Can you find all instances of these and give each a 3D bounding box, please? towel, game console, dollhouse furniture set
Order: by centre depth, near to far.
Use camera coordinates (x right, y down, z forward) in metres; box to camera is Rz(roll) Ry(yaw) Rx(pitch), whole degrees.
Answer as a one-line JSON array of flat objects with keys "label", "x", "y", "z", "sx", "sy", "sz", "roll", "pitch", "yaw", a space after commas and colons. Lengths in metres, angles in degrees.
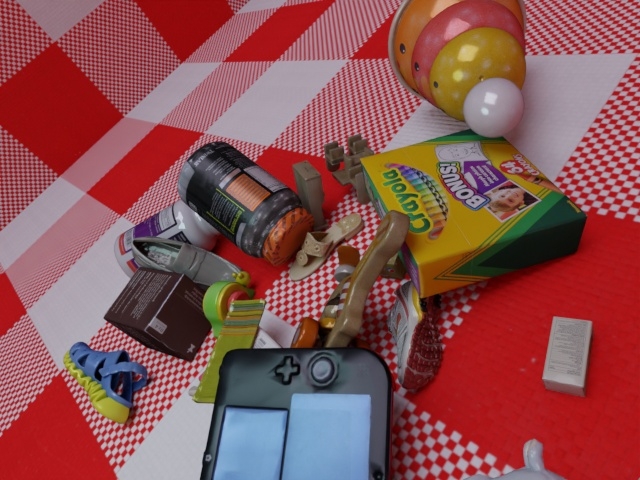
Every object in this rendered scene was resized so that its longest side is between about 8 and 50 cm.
[{"label": "game console", "x": -0.050, "y": 0.366, "z": 0.753, "sx": 0.342, "sy": 0.060, "sz": 0.386, "roll": -4, "pitch": 61, "yaw": 21}, {"label": "towel", "x": -0.189, "y": 0.227, "z": 0.982, "sx": 0.102, "sy": 0.021, "sz": 0.237, "roll": -11, "pitch": 45, "yaw": 31}, {"label": "dollhouse furniture set", "x": 0.064, "y": -0.151, "z": 1.265, "sx": 0.242, "sy": 0.160, "sz": 0.212, "roll": -20, "pitch": 38, "yaw": -14}]

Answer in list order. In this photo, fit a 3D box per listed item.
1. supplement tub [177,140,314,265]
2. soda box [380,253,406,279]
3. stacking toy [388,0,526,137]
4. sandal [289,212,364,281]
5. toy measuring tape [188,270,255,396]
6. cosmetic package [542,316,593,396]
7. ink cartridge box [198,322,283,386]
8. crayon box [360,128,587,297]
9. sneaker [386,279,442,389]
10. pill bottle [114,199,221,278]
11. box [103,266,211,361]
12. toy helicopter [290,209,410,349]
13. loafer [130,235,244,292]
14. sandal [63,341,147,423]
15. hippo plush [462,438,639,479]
[{"label": "supplement tub", "x": -0.195, "y": -0.095, "z": 1.227, "sx": 0.338, "sy": 0.207, "sz": 0.207, "roll": 38, "pitch": 77, "yaw": 18}, {"label": "soda box", "x": 0.182, "y": -0.002, "z": 1.060, "sx": 0.058, "sy": 0.061, "sz": 0.181, "roll": 5, "pitch": 55, "yaw": 38}, {"label": "stacking toy", "x": 0.349, "y": -0.395, "z": 1.066, "sx": 0.351, "sy": 0.350, "sz": 0.479, "roll": -20, "pitch": 38, "yaw": 18}, {"label": "sandal", "x": -0.003, "y": -0.003, "z": 1.178, "sx": 0.240, "sy": 0.079, "sz": 0.088, "roll": -39, "pitch": 40, "yaw": -2}, {"label": "toy measuring tape", "x": -0.257, "y": 0.207, "z": 1.133, "sx": 0.122, "sy": 0.121, "sz": 0.330, "roll": -1, "pitch": 52, "yaw": 35}, {"label": "cosmetic package", "x": 0.398, "y": 0.184, "z": 0.745, "sx": 0.060, "sy": 0.041, "sz": 0.115, "roll": 5, "pitch": 55, "yaw": 37}, {"label": "ink cartridge box", "x": -0.118, "y": 0.302, "z": 0.953, "sx": 0.172, "sy": 0.100, "sz": 0.237, "roll": -47, "pitch": 40, "yaw": -12}, {"label": "crayon box", "x": 0.285, "y": -0.082, "z": 0.963, "sx": 0.313, "sy": 0.106, "sz": 0.362, "roll": -15, "pitch": 42, "yaw": -3}, {"label": "sneaker", "x": 0.176, "y": 0.177, "z": 0.893, "sx": 0.093, "sy": 0.088, "sz": 0.225, "roll": -28, "pitch": 36, "yaw": 42}, {"label": "pill bottle", "x": -0.447, "y": -0.008, "z": 1.420, "sx": 0.323, "sy": 0.181, "sz": 0.181, "roll": -28, "pitch": 41, "yaw": 9}, {"label": "box", "x": -0.410, "y": 0.188, "z": 1.215, "sx": 0.203, "sy": 0.168, "sz": 0.167, "roll": 4, "pitch": 54, "yaw": 37}, {"label": "toy helicopter", "x": 0.075, "y": 0.083, "z": 0.907, "sx": 0.235, "sy": 0.140, "sz": 0.355, "roll": -76, "pitch": 13, "yaw": -59}, {"label": "loafer", "x": -0.361, "y": 0.065, "z": 1.257, "sx": 0.320, "sy": 0.111, "sz": 0.112, "roll": 13, "pitch": 68, "yaw": 5}, {"label": "sandal", "x": -0.556, "y": 0.344, "z": 1.220, "sx": 0.317, "sy": 0.126, "sz": 0.138, "roll": 23, "pitch": 64, "yaw": 37}, {"label": "hippo plush", "x": 0.254, "y": 0.374, "z": 0.515, "sx": 0.294, "sy": 0.236, "sz": 0.234, "roll": -20, "pitch": 43, "yaw": 19}]
